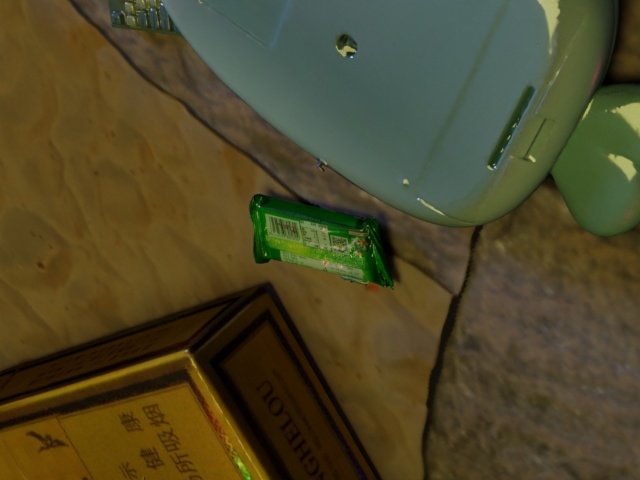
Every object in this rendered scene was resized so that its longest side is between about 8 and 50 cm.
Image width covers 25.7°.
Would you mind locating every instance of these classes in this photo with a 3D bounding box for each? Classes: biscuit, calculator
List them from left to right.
[{"bbox_3d":[0.000,0.000,0.777,0.089,0.016,0.046,13,126,31],"label":"biscuit"},{"bbox_3d":[0.035,-0.104,0.667,0.299,0.041,0.185,36,133,12],"label":"calculator"}]

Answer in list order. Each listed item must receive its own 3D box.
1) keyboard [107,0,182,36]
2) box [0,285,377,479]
[{"bbox_3d":[-0.099,-0.192,0.732,0.055,0.014,0.176,12,124,27],"label":"keyboard"},{"bbox_3d":[-0.110,0.159,0.912,0.301,0.084,0.193,-19,105,42],"label":"box"}]
